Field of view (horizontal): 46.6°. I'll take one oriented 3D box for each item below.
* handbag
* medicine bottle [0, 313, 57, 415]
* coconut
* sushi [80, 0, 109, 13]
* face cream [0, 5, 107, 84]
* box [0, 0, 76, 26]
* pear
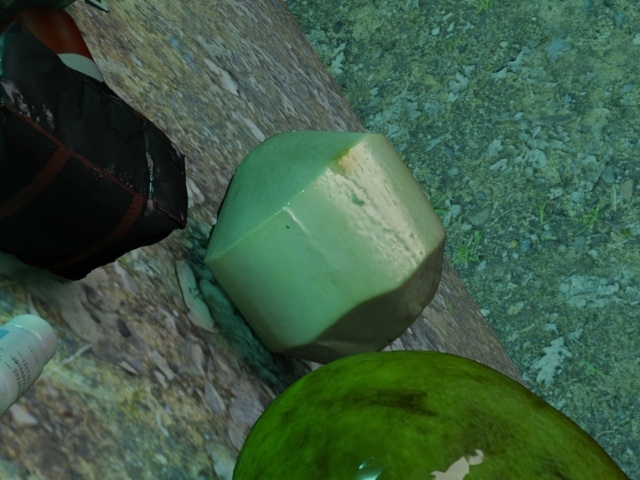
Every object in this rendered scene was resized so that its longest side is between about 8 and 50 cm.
[{"bbox_3d":[-0.240,-0.062,0.644,0.215,0.169,0.155,38,35,-45],"label":"handbag"},{"bbox_3d":[-0.233,0.091,0.545,0.052,0.052,0.089,50,16,-9],"label":"medicine bottle"},{"bbox_3d":[0.000,0.000,0.971,0.323,0.323,0.323,47,17,-19],"label":"coconut"},{"bbox_3d":[-0.443,-0.414,1.031,0.279,0.043,0.193,6,51,-58],"label":"sushi"},{"bbox_3d":[-0.288,-0.161,0.843,0.096,0.096,0.214,22,34,-60],"label":"face cream"},{"bbox_3d":[-0.356,-0.372,0.833,0.225,0.225,0.117,40,53,-37],"label":"box"},{"bbox_3d":[0.089,0.260,0.599,0.352,0.352,0.413,57,15,14],"label":"pear"}]
